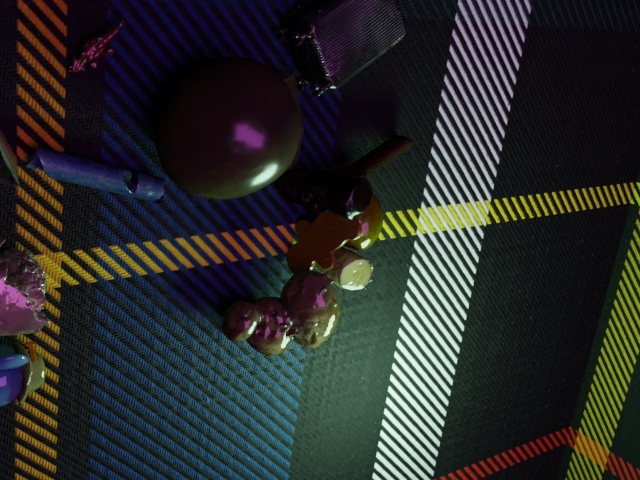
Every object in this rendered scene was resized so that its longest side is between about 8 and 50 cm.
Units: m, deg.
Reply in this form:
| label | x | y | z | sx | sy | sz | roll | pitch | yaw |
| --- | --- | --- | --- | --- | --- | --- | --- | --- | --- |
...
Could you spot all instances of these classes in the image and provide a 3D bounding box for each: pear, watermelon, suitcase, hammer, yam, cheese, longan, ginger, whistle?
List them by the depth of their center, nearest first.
| label | x | y | z | sx | sy | sz | roll | pitch | yaw |
| --- | --- | --- | --- | --- | --- | --- | --- | --- | --- |
| watermelon | -0.652 | -0.183 | 1.641 | 0.101 | 0.080 | 0.155 | -8 | 124 | 3 |
| whistle | -0.473 | -0.138 | 1.795 | 0.304 | 0.062 | 0.062 | 13 | 102 | -42 |
| longan | -0.198 | -0.239 | 1.823 | 0.319 | 0.319 | 0.318 | -18 | 121 | -32 |
| suitcase | 0.054 | -0.499 | 2.003 | 0.312 | 0.128 | 0.202 | -39 | 130 | -19 |
| yam | -0.092 | -0.275 | 2.016 | 0.106 | 0.106 | 0.259 | -26 | 123 | -28 |
| hammer | 0.107 | -0.180 | 2.170 | 0.409 | 0.242 | 0.095 | -32 | 123 | -41 |
| ginger | -0.099 | 0.203 | 2.172 | 0.304 | 0.155 | 0.244 | -21 | 141 | -8 |
| pear | 0.092 | -0.053 | 2.235 | 0.149 | 0.149 | 0.162 | 28 | 65 | -44 |
| cheese | 0.050 | 0.059 | 2.244 | 0.123 | 0.167 | 0.093 | 2 | 111 | -38 |

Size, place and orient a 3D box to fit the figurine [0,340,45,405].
| label | x | y | z | sx | sy | sz | roll | pitch | yaw |
| --- | --- | --- | --- | --- | --- | --- | --- | --- | --- |
| figurine | -0.704 | 0.281 | 1.750 | 0.262 | 0.154 | 0.180 | 2 | 121 | -44 |

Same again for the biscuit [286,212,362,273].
| label | x | y | z | sx | sy | sz | roll | pitch | yaw |
| --- | --- | --- | --- | --- | --- | --- | --- | --- | --- |
| biscuit | 0.001 | 0.000 | 2.186 | 0.240 | 0.158 | 0.035 | -44 | 157 | 28 |

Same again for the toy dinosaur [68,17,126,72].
| label | x | y | z | sx | sy | sz | roll | pitch | yaw |
| --- | --- | --- | --- | --- | --- | --- | --- | --- | --- |
| toy dinosaur | -0.448 | -0.389 | 1.696 | 0.154 | 0.055 | 0.049 | -44 | 129 | -4 |

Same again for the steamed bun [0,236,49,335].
| label | x | y | z | sx | sy | sz | roll | pitch | yaw |
| --- | --- | --- | --- | --- | --- | --- | --- | --- | --- |
| steamed bun | -0.625 | 0.086 | 1.665 | 0.200 | 0.225 | 0.170 | 0 | 110 | -37 |
